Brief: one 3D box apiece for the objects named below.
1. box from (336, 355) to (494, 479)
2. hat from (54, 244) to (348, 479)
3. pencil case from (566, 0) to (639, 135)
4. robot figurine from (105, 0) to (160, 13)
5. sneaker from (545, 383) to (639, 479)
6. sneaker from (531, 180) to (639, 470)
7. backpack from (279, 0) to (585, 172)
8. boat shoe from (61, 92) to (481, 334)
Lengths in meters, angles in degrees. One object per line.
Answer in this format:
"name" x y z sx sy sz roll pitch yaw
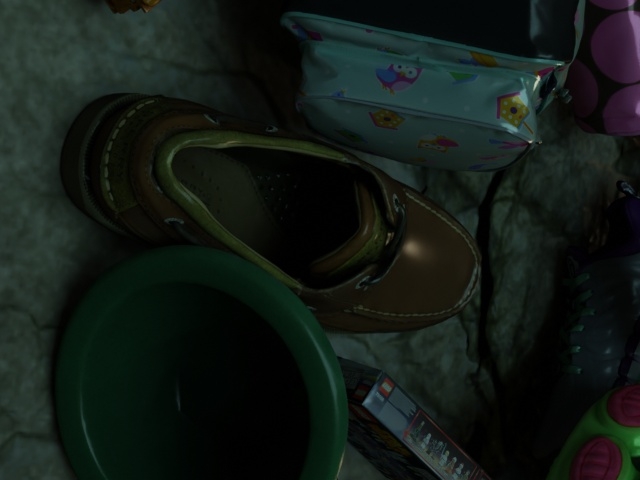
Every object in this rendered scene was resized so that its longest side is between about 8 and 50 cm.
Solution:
"box" 0.042 0.121 0.770 0.137 0.094 0.027 46 68 -33
"hat" -0.042 0.085 0.727 0.183 0.173 0.208 -33 137 -67
"pencil case" 0.213 -0.185 0.864 0.098 0.095 0.209 -39 123 -51
"robot figurine" -0.120 -0.273 0.589 0.211 0.085 0.291 -47 122 -24
"sneaker" 0.300 0.223 0.891 0.483 0.185 0.202 11 106 -53
"sneaker" 0.205 0.064 0.918 0.098 0.083 0.223 37 75 -6
"backpack" 0.065 -0.115 0.694 0.188 0.166 0.144 -13 111 -82
"boat shoe" 0.000 0.000 0.712 0.307 0.104 0.110 16 87 -38
